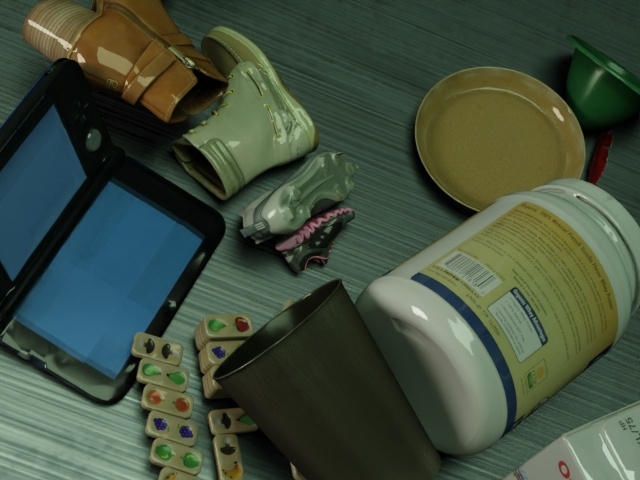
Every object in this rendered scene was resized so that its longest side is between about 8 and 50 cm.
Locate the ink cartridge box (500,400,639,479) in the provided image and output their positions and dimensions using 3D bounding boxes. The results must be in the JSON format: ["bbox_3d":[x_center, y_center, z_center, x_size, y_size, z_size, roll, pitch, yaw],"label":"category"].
[{"bbox_3d":[0.322,0.307,1.283,0.197,0.270,0.198,-16,69,-25],"label":"ink cartridge box"}]

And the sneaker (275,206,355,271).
[{"bbox_3d":[0.000,0.000,1.486,0.119,0.047,0.057,-32,98,-28],"label":"sneaker"}]

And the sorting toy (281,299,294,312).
[{"bbox_3d":[-0.022,0.098,1.423,0.062,0.012,0.083,42,53,-30],"label":"sorting toy"}]

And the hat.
[{"bbox_3d":[0.370,-0.169,1.703,0.173,0.183,0.208,35,18,0],"label":"hat"}]

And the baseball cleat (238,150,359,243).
[{"bbox_3d":[-0.035,-0.056,1.483,0.206,0.109,0.072,-33,103,-58],"label":"baseball cleat"}]

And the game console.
[{"bbox_3d":[-0.262,-0.014,1.336,0.173,0.250,0.293,14,55,21],"label":"game console"}]

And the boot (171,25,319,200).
[{"bbox_3d":[-0.125,-0.164,1.512,0.165,0.077,0.213,-33,76,-27],"label":"boot"}]

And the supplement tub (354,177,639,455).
[{"bbox_3d":[0.217,0.080,1.396,0.316,0.228,0.228,-32,76,-29],"label":"supplement tub"}]

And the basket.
[{"bbox_3d":[0.017,0.186,1.299,0.227,0.154,0.204,55,34,-5],"label":"basket"}]

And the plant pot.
[{"bbox_3d":[0.241,-0.130,1.618,0.236,0.032,0.236,3,64,-7],"label":"plant pot"}]

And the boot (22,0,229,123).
[{"bbox_3d":[-0.200,-0.257,1.478,0.220,0.109,0.283,31,35,10],"label":"boot"}]

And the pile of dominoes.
[{"bbox_3d":[-0.097,0.204,1.325,0.196,0.040,0.251,0,62,-27],"label":"pile of dominoes"}]
